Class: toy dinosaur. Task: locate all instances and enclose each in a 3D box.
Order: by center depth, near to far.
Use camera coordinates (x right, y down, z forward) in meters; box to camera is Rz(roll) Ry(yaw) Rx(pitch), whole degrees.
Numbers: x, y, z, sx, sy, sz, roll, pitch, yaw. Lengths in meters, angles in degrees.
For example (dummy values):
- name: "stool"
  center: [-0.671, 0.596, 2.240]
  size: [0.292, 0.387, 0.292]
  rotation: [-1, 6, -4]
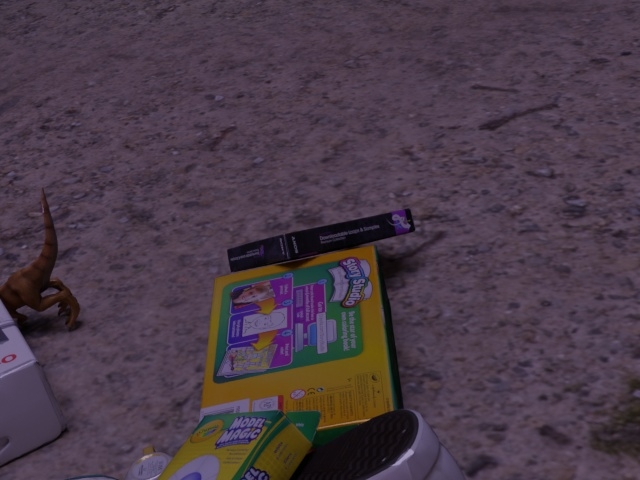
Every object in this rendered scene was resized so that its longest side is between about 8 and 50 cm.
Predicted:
- name: "toy dinosaur"
  center: [-0.311, 0.047, 1.261]
  size: [0.211, 0.112, 0.064]
  rotation: [-41, 38, 30]

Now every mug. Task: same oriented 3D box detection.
- name: "mug"
  center: [-0.136, 0.207, 0.956]
  size: [0.078, 0.064, 0.062]
  rotation: [14, 41, 42]

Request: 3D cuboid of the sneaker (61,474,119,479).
- name: "sneaker"
  center: [-0.263, 0.250, 0.887]
  size: [0.275, 0.107, 0.110]
  rotation: [-27, 17, -1]

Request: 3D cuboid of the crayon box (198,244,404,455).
- name: "crayon box"
  center: [-0.014, 0.117, 1.039]
  size: [0.165, 0.081, 0.278]
  rotation: [-12, 29, 5]

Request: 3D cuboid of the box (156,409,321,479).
- name: "box"
  center: [-0.079, 0.181, 0.816]
  size: [0.105, 0.043, 0.179]
  rotation: [-15, 29, 51]

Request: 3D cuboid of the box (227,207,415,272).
- name: "box"
  center: [0.000, 0.000, 1.202]
  size: [0.162, 0.029, 0.116]
  rotation: [-13, -1, -35]

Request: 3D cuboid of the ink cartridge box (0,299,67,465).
- name: "ink cartridge box"
  center: [-0.363, 0.140, 1.153]
  size: [0.158, 0.092, 0.218]
  rotation: [-25, 32, -18]

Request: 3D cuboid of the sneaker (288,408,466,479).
- name: "sneaker"
  center: [-0.018, 0.230, 0.843]
  size: [0.290, 0.123, 0.106]
  rotation: [-26, 24, 28]
